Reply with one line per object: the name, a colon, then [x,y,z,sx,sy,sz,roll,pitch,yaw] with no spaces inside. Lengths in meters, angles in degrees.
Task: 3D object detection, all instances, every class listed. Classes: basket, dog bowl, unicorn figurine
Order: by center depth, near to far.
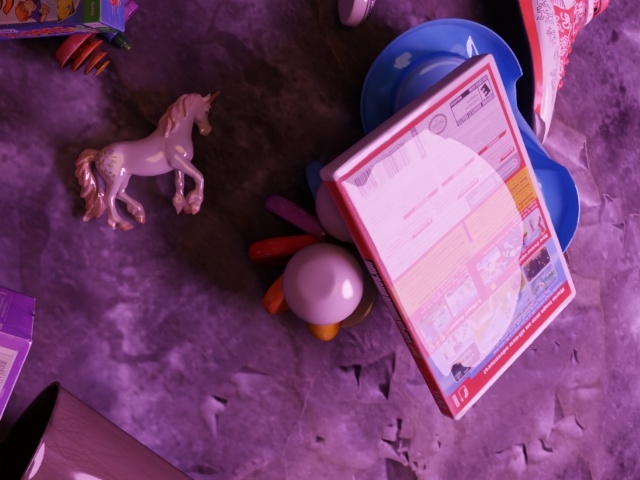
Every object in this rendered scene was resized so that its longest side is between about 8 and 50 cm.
basket: [-0.188,0.267,0.587,0.227,0.154,0.204,35,81,-24]
unicorn figurine: [-0.151,-0.075,0.623,0.162,0.060,0.111,-16,100,-20]
dog bowl: [0.156,-0.090,0.711,0.166,0.074,0.297,-30,106,8]

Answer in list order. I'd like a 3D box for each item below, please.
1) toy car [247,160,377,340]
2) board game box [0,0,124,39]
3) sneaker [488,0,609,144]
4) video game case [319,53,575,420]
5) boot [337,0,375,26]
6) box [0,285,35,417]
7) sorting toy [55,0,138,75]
toy car: [0.000,0.000,0.659,0.136,0.159,0.182,21,85,15]
board game box: [-0.231,-0.275,0.552,0.136,0.035,0.201,1,93,17]
sneaker: [0.272,-0.239,0.766,0.145,0.090,0.270,-10,94,-18]
video game case: [0.136,0.001,0.623,0.204,0.025,0.285,-39,116,-22]
boot: [0.074,-0.311,0.692,0.086,0.069,0.190,9,88,-19]
box: [-0.302,0.184,0.504,0.057,0.201,0.293,23,84,-22]
sorting toy: [-0.193,-0.188,0.600,0.102,0.061,0.042,-44,110,10]
